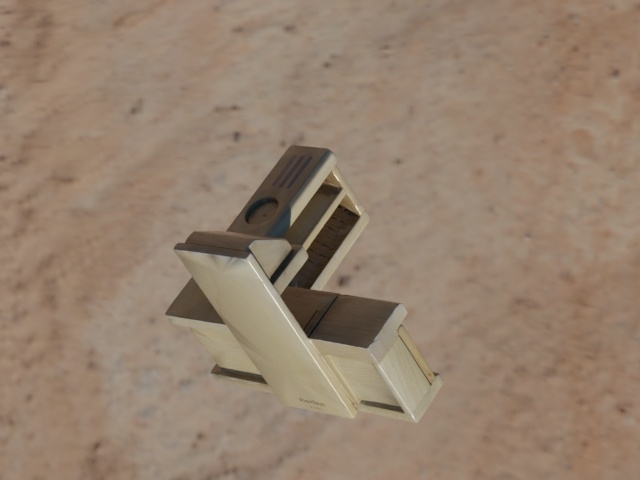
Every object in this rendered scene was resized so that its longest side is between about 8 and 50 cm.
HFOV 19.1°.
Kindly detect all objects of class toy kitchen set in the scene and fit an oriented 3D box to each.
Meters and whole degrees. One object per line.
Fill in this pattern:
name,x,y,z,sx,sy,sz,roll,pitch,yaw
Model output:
toy kitchen set,0.000,0.000,0.561,0.075,0.083,0.068,-54,131,-27
